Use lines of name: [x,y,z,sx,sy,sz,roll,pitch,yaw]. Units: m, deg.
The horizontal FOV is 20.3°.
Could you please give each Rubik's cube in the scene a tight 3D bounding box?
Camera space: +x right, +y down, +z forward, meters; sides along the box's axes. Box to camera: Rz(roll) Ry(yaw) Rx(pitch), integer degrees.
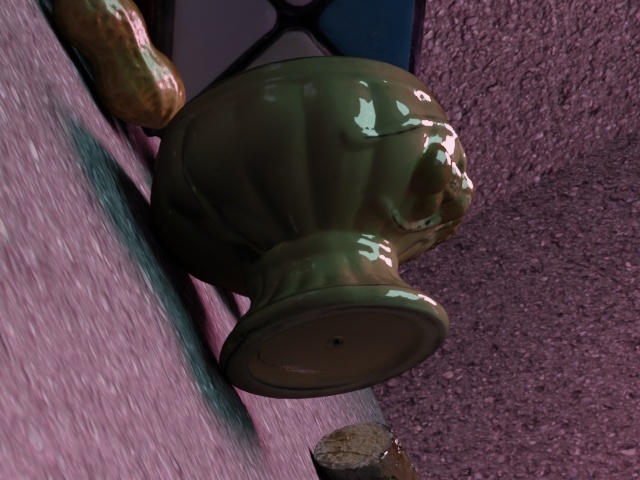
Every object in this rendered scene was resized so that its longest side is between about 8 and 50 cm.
Rubik's cube: [-0.061,-0.294,1.983,0.307,0.310,0.305,-126,-142,-61]

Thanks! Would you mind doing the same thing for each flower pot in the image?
flower pot: [0.000,0.000,1.676,0.307,0.307,0.244,59,20,-63]

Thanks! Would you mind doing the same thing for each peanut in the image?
peanut: [-0.205,-0.186,1.786,0.193,0.089,0.089,57,4,-27]

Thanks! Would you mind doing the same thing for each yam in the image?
yam: [0.068,0.292,2.079,0.107,0.107,0.183,-115,180,-57]
